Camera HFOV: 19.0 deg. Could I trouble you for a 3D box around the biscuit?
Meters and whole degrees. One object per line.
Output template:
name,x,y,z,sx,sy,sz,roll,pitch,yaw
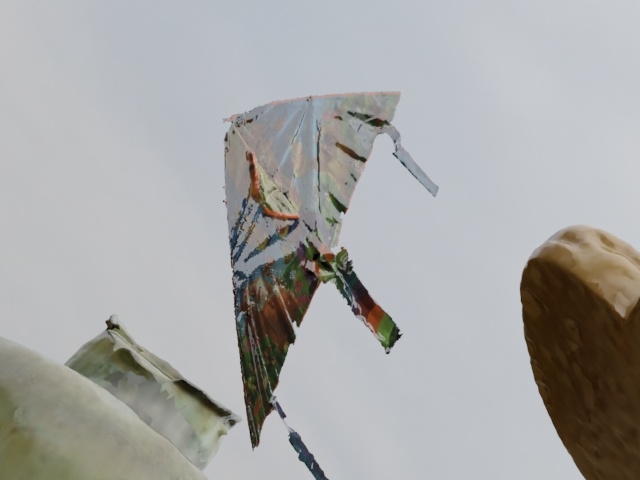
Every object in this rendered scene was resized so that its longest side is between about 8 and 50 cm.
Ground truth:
biscuit,0.211,0.124,0.772,0.376,0.051,0.269,44,-21,40

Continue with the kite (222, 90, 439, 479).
kite,0.000,0.000,0.773,0.010,0.183,0.160,2,-34,32

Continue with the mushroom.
mushroom,-0.178,0.187,1.334,0.352,0.260,0.352,36,-9,7
